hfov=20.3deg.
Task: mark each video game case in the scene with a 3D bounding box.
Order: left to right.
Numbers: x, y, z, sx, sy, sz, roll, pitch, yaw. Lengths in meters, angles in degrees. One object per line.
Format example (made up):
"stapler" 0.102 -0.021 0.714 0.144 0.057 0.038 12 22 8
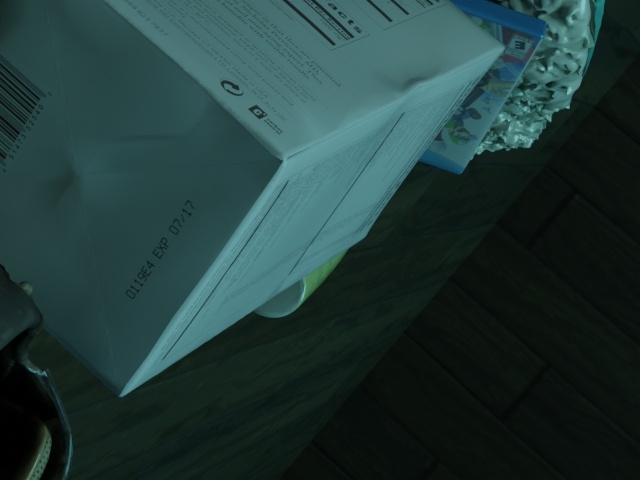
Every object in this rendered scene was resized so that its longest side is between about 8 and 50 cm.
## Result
"video game case" 0.063 -0.108 1.160 0.166 0.119 0.015 117 -10 -58

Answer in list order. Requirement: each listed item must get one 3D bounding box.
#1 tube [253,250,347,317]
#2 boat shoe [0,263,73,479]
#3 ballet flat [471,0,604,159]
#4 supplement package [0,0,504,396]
"tube" 0.000 0.000 1.501 0.070 0.062 0.240 -9 -168 21
"boat shoe" -0.180 0.081 0.731 0.132 0.130 0.355 -45 170 -22
"ballet flat" 0.110 -0.134 1.262 0.147 0.147 0.409 -47 170 -9
"supplement package" -0.043 -0.057 0.797 0.139 0.134 0.244 -54 170 28
